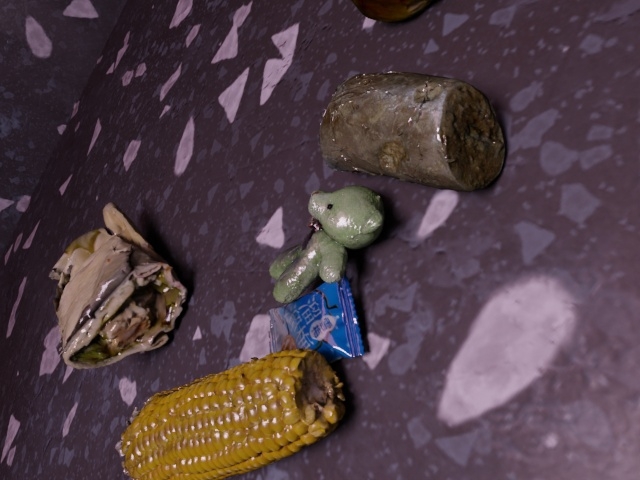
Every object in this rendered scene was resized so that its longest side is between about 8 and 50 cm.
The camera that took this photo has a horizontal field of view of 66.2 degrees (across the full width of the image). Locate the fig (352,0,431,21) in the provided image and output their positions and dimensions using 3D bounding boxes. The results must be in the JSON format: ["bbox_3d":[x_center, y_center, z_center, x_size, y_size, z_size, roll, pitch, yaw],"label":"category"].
[{"bbox_3d":[0.091,-0.336,0.545,0.165,0.144,0.154,-41,8,16],"label":"fig"}]

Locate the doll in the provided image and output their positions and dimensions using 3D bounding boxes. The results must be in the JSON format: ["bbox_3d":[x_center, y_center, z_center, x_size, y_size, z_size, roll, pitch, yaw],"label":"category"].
[{"bbox_3d":[0.000,0.000,0.502,0.150,0.077,0.115,-44,19,15],"label":"doll"}]

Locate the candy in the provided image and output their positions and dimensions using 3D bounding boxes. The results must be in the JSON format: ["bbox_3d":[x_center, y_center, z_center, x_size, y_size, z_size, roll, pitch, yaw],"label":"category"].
[{"bbox_3d":[-0.012,0.096,0.517,0.136,0.038,0.088,-31,63,38],"label":"candy"}]

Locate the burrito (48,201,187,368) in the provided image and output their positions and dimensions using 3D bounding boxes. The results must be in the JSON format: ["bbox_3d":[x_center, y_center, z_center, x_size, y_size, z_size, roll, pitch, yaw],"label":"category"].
[{"bbox_3d":[-0.344,0.065,0.825,0.190,0.135,0.331,-55,37,-1],"label":"burrito"}]

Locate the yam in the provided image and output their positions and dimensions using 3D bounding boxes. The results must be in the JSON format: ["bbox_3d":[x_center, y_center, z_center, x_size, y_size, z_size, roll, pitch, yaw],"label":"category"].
[{"bbox_3d":[0.080,-0.106,0.466,0.183,0.107,0.107,24,90,48],"label":"yam"}]

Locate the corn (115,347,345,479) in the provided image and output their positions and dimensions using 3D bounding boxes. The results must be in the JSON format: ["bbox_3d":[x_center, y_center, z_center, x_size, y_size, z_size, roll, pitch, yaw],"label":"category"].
[{"bbox_3d":[-0.109,0.198,0.519,0.317,0.115,0.115,-29,52,35],"label":"corn"}]
